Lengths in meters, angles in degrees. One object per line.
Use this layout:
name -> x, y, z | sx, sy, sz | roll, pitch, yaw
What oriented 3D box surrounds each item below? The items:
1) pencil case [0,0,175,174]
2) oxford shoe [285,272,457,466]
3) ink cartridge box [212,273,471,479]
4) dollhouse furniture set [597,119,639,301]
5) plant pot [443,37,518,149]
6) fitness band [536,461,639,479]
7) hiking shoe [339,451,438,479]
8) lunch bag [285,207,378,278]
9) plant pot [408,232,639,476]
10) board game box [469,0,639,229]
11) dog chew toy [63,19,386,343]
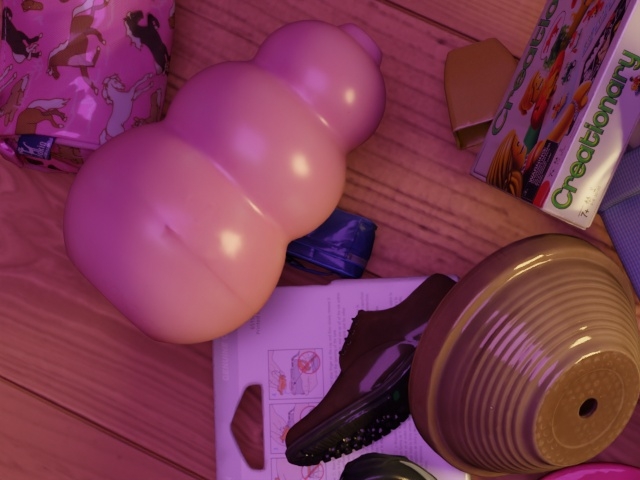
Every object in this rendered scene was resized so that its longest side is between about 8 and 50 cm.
pencil case -> -0.228, -0.258, 1.671 | 0.160, 0.167, 0.386 | -1, 83, 44
oxford shoe -> 0.049, 0.119, 1.587 | 0.227, 0.083, 0.096 | -40, 62, 2
ink cartridge box -> 0.022, 0.175, 1.645 | 0.239, 0.060, 0.275 | -3, 85, 8
dollhouse furniture set -> 0.323, 0.005, 1.504 | 0.303, 0.198, 0.286 | -26, 84, 44
plant pot -> 0.157, -0.144, 1.649 | 0.081, 0.081, 0.083 | -16, 78, 6
fitness band -> 0.265, 0.351, 1.600 | 0.209, 0.054, 0.291 | -4, 83, 7
hiking shoe -> 0.094, 0.333, 1.536 | 0.113, 0.132, 0.304 | -18, 105, 12
lunch bag -> 0.000, 0.000, 1.659 | 0.098, 0.067, 0.065 | 19, 86, 12
plant pot -> 0.204, 0.122, 1.531 | 0.237, 0.237, 0.110 | -51, 43, 0
board game box -> 0.240, -0.171, 1.498 | 0.053, 0.193, 0.305 | 23, 94, -16
dog chew toy -> -0.073, -0.066, 1.563 | 0.206, 0.206, 0.332 | 43, 86, 9
